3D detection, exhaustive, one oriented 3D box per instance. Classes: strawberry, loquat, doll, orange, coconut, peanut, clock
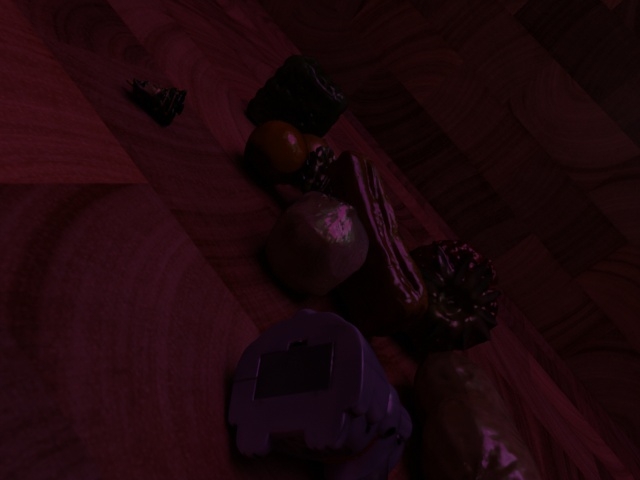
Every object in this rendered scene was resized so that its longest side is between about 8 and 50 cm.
[{"bbox_3d":[0.279,0.130,1.203,0.292,0.292,0.343,47,-4,-5],"label":"strawberry"},{"bbox_3d":[-0.035,-0.223,1.305,0.141,0.141,0.141,41,21,-20],"label":"loquat"},{"bbox_3d":[-0.323,-0.267,0.938,0.113,0.076,0.078,10,6,-16],"label":"doll"},{"bbox_3d":[-0.106,-0.199,1.111,0.134,0.156,0.156,-15,63,-45],"label":"orange"},{"bbox_3d":[-0.001,0.001,0.888,0.194,0.194,0.194,41,21,-20],"label":"coconut"},{"bbox_3d":[0.247,0.340,0.825,0.192,0.169,0.387,37,19,-16],"label":"peanut"},{"bbox_3d":[0.028,0.227,0.616,0.254,0.189,0.189,53,14,-36],"label":"clock"}]

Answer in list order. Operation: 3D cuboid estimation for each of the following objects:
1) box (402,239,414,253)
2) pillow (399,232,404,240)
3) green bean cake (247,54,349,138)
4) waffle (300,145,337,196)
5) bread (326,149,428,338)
[{"bbox_3d":[0.201,0.021,1.450,0.237,0.070,0.152,42,21,-24],"label":"box"},{"bbox_3d":[0.255,-0.010,1.661,0.130,0.033,0.217,23,33,-44],"label":"pillow"},{"bbox_3d":[-0.059,-0.385,1.384,0.222,0.248,0.125,44,21,-5],"label":"green bean cake"},{"bbox_3d":[0.002,-0.115,1.146,0.054,0.214,0.208,8,-2,20],"label":"waffle"},{"bbox_3d":[0.089,0.006,1.004,0.109,0.185,0.380,-2,64,-38],"label":"bread"}]
